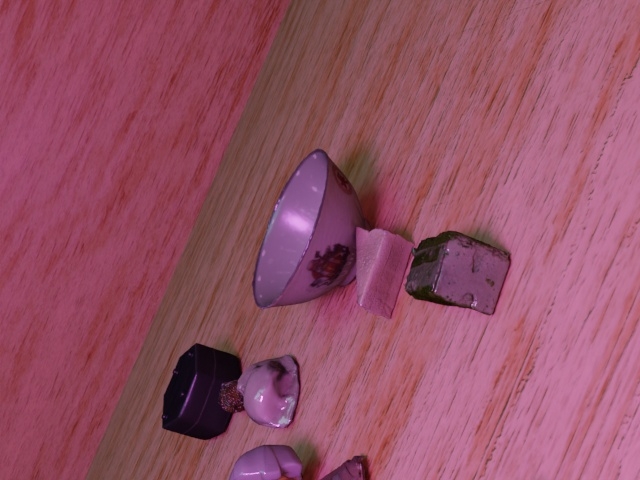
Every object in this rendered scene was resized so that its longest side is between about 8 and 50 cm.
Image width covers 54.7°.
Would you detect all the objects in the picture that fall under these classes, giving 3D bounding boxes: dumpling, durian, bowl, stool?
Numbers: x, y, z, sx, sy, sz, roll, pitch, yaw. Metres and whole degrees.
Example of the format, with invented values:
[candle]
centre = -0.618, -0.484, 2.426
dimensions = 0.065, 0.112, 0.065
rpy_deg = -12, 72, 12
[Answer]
[dumpling]
centre = -0.105, 0.308, 1.300
dimensions = 0.150, 0.092, 0.176
rpy_deg = -55, 17, -7
[durian]
centre = -0.205, 0.372, 1.460
dimensions = 0.080, 0.080, 0.091
rpy_deg = -57, 19, 21
[bowl]
centre = 0.000, 0.000, 1.245
dimensions = 0.337, 0.157, 0.337
rpy_deg = -56, 22, 36
[stool]
centre = -0.306, 0.386, 1.579
dimensions = 0.232, 0.141, 0.232
rpy_deg = -48, 30, 39

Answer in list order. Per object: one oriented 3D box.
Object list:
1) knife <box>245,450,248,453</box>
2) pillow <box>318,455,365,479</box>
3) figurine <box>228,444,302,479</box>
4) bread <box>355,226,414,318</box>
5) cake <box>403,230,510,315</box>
[knife]
centre = -0.157, 0.562, 1.244
dimensions = 0.044, 0.026, 0.296
rpy_deg = -42, 31, 22
[pillow]
centre = 0.032, 0.448, 0.917
dimensions = 0.135, 0.049, 0.248
rpy_deg = -50, 24, 31
[figurine]
centre = -0.082, 0.452, 1.013
dimensions = 0.176, 0.133, 0.236
rpy_deg = 92, 171, -45
[bread]
centre = 0.094, 0.055, 1.105
dimensions = 0.105, 0.077, 0.152
rpy_deg = 1, 66, 61
[cake]
centre = 0.198, 0.052, 0.949
dimensions = 0.235, 0.099, 0.100
rpy_deg = 134, 156, -84
